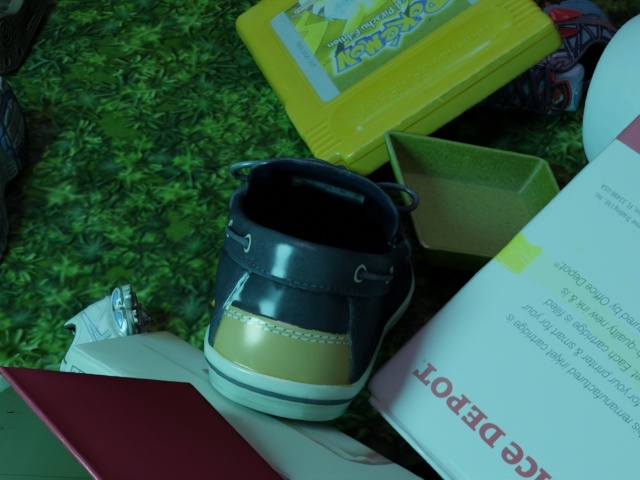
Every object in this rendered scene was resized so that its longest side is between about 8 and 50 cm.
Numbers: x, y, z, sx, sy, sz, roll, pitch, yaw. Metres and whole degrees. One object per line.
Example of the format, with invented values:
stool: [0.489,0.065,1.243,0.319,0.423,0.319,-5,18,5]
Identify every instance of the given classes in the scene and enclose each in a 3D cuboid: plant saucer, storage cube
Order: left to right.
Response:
storage cube: [-0.144,0.218,1.168,0.193,0.183,0.215,11,24,-51]
plant saucer: [0.159,-0.025,1.689,0.188,0.045,0.188,9,37,-19]

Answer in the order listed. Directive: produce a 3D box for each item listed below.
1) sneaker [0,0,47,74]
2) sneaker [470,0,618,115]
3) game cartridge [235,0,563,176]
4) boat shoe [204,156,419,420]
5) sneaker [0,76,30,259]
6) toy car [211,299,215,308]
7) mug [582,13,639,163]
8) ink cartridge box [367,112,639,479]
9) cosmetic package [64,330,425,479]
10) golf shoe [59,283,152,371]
sneaker: [-0.380,-0.245,1.972,0.071,0.066,0.188,-6,32,19]
sneaker: [0.238,-0.192,1.874,0.262,0.104,0.125,-21,48,-22]
game cartridge: [0.075,-0.228,1.852,0.285,0.052,0.323,-34,40,3]
boat shoe: [0.000,0.000,1.514,0.187,0.156,0.500,13,17,2]
sneaker: [-0.384,-0.050,1.718,0.129,0.111,0.297,-10,35,12]
toy car: [-0.045,0.058,1.610,0.122,0.060,0.040,-23,61,-22]
mug: [0.427,-0.135,1.604,0.328,0.374,0.276,21,55,33]
ink cartridge box: [0.272,0.097,1.369,0.385,0.160,0.279,-43,51,-4]
cosmetic package: [-0.071,0.202,1.336,0.296,0.153,0.129,29,19,30]
golf shoe: [-0.194,0.122,1.542,0.086,0.069,0.176,-21,38,6]
